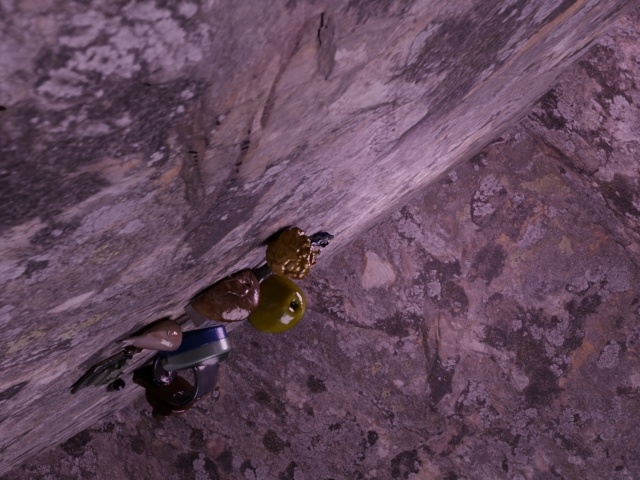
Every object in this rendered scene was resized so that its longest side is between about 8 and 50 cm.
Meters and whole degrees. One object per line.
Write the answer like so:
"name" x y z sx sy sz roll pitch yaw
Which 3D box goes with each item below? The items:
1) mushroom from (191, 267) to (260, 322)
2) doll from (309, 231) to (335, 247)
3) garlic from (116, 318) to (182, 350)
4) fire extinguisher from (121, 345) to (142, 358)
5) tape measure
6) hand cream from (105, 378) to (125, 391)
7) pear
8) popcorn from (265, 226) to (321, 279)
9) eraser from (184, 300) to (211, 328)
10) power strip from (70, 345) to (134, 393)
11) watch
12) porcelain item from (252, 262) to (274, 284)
"mushroom" -0.300 0.210 1.570 0.156 0.151 0.286 -42 170 37
"doll" 0.000 0.000 1.946 0.096 0.070 0.195 -21 177 40
"garlic" -0.533 0.311 1.457 0.148 0.128 0.266 -46 165 -13
"fire extinguisher" -0.645 0.378 1.519 0.046 0.032 0.100 -34 164 5
"tape measure" -0.478 0.408 1.718 0.262 0.138 0.259 -9 172 -12
"hand cream" -0.933 0.667 2.070 0.087 0.054 0.186 -25 175 -34
"pear" -0.205 0.288 2.047 0.294 0.294 0.294 -35 173 -5
"popcorn" -0.087 0.045 1.447 0.170 0.180 0.180 -3 180 13
"eraser" -0.414 0.262 1.620 0.046 0.092 0.212 -37 173 -1
"power strip" -0.726 0.458 1.561 0.213 0.064 0.198 -40 172 29
"watch" -0.682 0.630 2.161 0.327 0.335 0.314 -57 161 15
"porcelain item" -0.226 0.130 1.725 0.216 0.069 0.081 -36 -153 22
